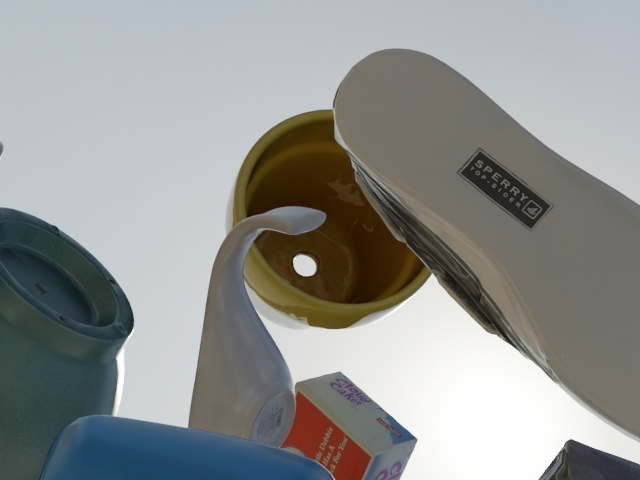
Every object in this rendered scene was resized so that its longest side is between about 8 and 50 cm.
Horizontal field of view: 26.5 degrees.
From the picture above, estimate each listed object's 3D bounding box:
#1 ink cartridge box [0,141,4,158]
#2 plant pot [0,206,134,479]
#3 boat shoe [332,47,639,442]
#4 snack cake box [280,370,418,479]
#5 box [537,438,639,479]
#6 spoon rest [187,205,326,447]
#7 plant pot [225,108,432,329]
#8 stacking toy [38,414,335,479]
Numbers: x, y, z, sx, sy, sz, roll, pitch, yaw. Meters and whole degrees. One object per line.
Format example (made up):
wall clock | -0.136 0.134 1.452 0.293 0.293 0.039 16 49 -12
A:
ink cartridge box | -0.375 -0.024 1.007 0.189 0.232 0.066 -70 -160 2
plant pot | -0.293 0.095 1.227 0.196 0.293 0.293 -49 -120 16
boat shoe | 0.123 0.013 0.805 0.301 0.108 0.102 41 -13 15
snack cake box | 0.004 0.323 1.780 0.152 0.089 0.264 40 -57 32
box | 0.052 0.262 0.490 0.242 0.077 0.307 -82 -163 -56
spoon rest | -0.063 0.094 1.223 0.084 0.137 0.276 23 -67 29
plant pot | 0.000 0.000 1.660 0.254 0.254 0.239 64 -20 11
stacking toy | -0.076 0.238 0.784 0.166 0.175 0.302 12 -29 5
